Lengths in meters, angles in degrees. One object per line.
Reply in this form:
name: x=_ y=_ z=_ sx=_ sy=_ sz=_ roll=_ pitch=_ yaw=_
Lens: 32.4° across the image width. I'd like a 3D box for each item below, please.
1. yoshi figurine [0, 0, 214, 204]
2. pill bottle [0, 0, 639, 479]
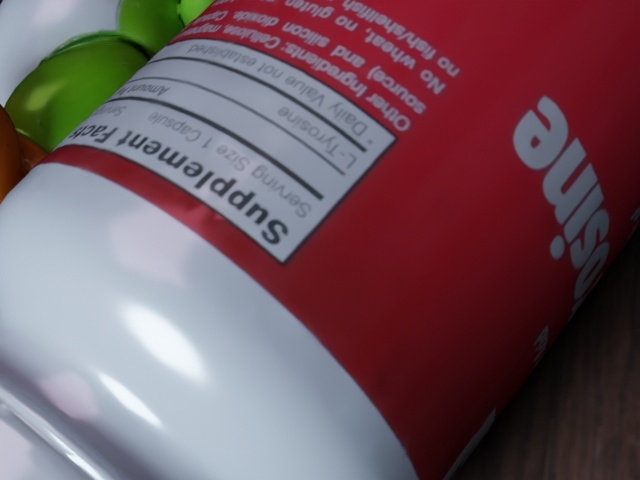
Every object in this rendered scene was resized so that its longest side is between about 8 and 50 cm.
yoshi figurine: x=-0.104 y=-0.161 z=0.616 sx=0.362 sy=0.203 sz=0.203 roll=-43 pitch=-3 yaw=-28
pill bottle: x=0.000 y=0.000 z=0.515 sx=0.229 sy=0.229 sz=0.408 roll=16 pitch=57 yaw=46
